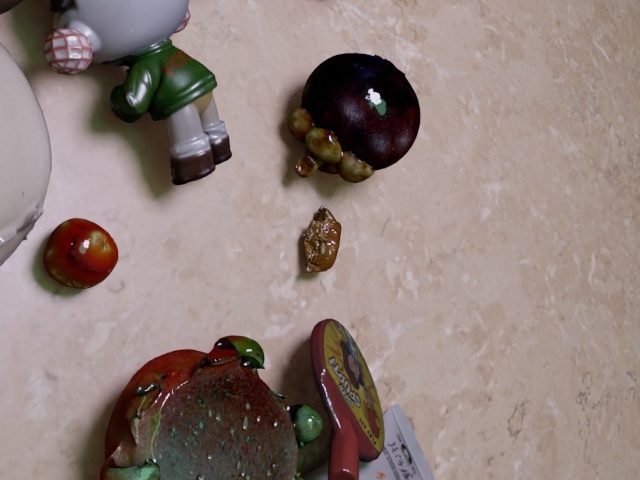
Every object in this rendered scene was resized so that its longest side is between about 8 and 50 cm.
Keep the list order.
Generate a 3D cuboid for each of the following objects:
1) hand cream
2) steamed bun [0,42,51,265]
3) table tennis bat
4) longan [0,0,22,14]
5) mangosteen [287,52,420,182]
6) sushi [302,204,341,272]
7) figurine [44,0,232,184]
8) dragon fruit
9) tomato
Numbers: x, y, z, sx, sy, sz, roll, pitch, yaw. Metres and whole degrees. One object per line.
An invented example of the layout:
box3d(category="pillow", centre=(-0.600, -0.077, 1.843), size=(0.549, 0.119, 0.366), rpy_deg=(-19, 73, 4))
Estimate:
box3d(category="hand cream", centre=(0.053, 0.358, 1.151), size=(0.314, 0.089, 0.139), rpy_deg=(-21, 83, -49))
box3d(category="steamed bun", centre=(-0.418, -0.118, 0.679), size=(0.374, 0.374, 0.241), rpy_deg=(3, 112, -39))
box3d(category="table tennis bat", centre=(0.035, 0.228, 1.097), size=(0.200, 0.038, 0.310), rpy_deg=(59, 15, -20))
box3d(category="longan", centre=(-0.420, -0.377, 0.836), size=(0.300, 0.243, 0.300), rpy_deg=(-12, 90, -79))
box3d(category="mangosteen", centre=(0.045, -0.177, 1.230), size=(0.194, 0.194, 0.230), rpy_deg=(40, 81, -25))
box3d(category="sushi", centre=(-0.002, 0.002, 1.216), size=(0.060, 0.061, 0.118), rpy_deg=(26, 43, -23))
box3d(category="figurine", centre=(-0.225, -0.255, 1.020), size=(0.370, 0.167, 0.281), rpy_deg=(67, 31, -16))
box3d(category="dragon fruit", centre=(-0.138, 0.252, 0.983), size=(0.295, 0.130, 0.268), rpy_deg=(5, 76, -39))
box3d(category="tomato", centre=(-0.286, 0.016, 0.961), size=(0.087, 0.075, 0.087), rpy_deg=(14, 68, -40))
